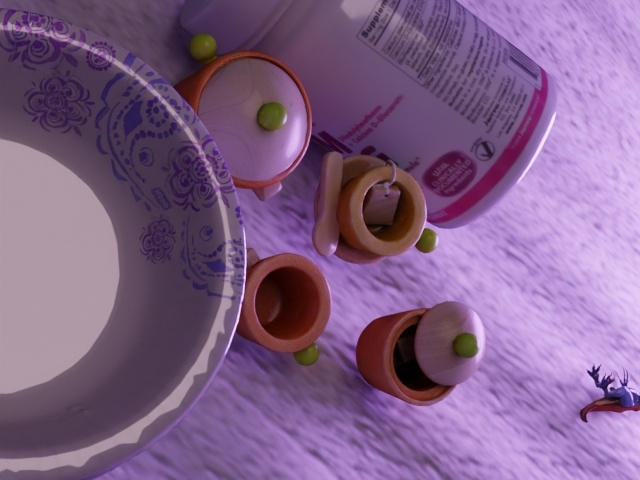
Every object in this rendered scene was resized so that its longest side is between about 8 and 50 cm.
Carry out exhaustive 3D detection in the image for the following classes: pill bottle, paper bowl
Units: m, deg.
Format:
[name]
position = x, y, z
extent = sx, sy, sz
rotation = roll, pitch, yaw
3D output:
[pill bottle]
position = 0.038, -0.146, 1.194
extent = 0.283, 0.160, 0.160
rotation = 34, 49, -19
[paper bowl]
position = -0.199, 0.017, 0.892
extent = 0.284, 0.148, 0.284
rotation = 7, 71, -23

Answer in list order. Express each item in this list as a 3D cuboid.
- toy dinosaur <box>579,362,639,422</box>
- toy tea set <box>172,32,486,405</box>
[toy dinosaur]
position = 0.272, 0.141, 1.324
extent = 0.082, 0.047, 0.090
rotation = 41, 80, -26
[toy tea set]
position = 0.000, 0.000, 1.069
extent = 0.336, 0.124, 0.200
rotation = 25, 77, -27
